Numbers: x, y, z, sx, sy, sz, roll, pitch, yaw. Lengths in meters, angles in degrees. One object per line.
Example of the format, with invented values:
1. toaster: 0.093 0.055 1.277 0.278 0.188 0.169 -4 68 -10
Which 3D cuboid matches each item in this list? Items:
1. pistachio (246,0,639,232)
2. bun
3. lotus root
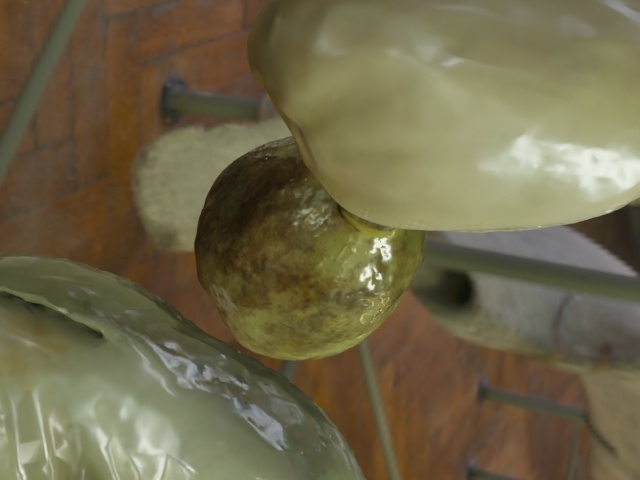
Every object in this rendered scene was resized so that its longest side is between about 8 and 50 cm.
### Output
1. pistachio: 0.071 -0.073 0.642 0.126 0.223 0.152 42 65 -81
2. bun: -0.086 0.122 0.360 0.141 0.239 0.239 60 42 -84
3. lotus root: 0.000 0.000 0.807 0.138 0.214 0.138 5 78 -25
